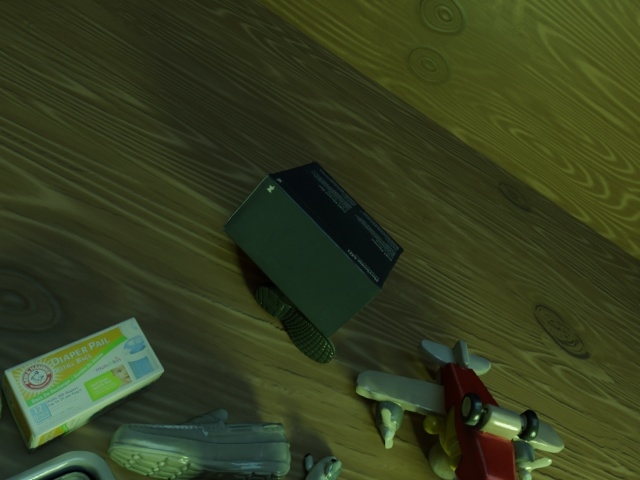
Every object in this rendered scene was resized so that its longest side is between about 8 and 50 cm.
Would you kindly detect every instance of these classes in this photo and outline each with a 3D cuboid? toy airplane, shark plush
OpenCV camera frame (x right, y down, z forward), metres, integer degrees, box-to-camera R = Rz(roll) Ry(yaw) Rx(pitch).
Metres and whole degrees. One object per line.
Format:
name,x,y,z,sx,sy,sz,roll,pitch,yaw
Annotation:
toy airplane,0.315,0.406,1.048,0.384,0.272,0.386,4,18,-47
shark plush,0.001,0.484,0.865,0.067,0.073,0.161,60,30,-28

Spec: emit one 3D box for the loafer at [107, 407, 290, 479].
loafer,-0.197,0.349,0.789,0.319,0.112,0.111,24,40,-31

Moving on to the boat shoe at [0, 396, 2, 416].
boat shoe,-0.558,0.144,0.678,0.113,0.103,0.302,-25,74,-46

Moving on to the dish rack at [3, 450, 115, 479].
dish rack,-0.391,0.449,0.545,0.333,0.072,0.285,-14,49,-43

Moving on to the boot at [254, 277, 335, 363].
boot,-0.029,0.158,1.088,0.246,0.083,0.161,47,37,2

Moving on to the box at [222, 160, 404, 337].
box,0.000,0.000,1.098,0.343,0.179,0.312,46,23,4

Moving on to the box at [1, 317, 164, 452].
box,-0.383,0.229,0.741,0.203,0.103,0.114,-23,73,-45
